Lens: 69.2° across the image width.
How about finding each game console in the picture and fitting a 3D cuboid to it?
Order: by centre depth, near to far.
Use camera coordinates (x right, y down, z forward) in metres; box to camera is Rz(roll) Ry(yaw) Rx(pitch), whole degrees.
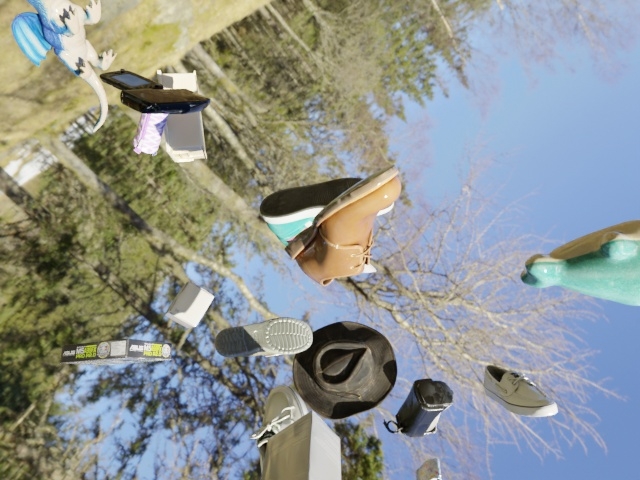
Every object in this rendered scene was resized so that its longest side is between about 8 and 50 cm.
[{"bbox_3d":[-0.506,-0.430,1.327,0.361,0.044,0.213,27,-149,27],"label":"game console"}]

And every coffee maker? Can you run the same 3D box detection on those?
[{"bbox_3d":[0.305,0.521,1.421,0.171,0.178,0.120,-19,-132,-31],"label":"coffee maker"}]

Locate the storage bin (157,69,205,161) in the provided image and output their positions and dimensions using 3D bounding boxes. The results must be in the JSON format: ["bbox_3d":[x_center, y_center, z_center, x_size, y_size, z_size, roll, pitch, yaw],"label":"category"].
[{"bbox_3d":[-0.480,-0.427,1.632,0.123,0.262,0.260,-7,-178,-12],"label":"storage bin"}]

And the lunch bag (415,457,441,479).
[{"bbox_3d":[0.310,0.663,1.299,0.083,0.053,0.071,-58,-172,21],"label":"lunch bag"}]

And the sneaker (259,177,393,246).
[{"bbox_3d":[0.026,-0.034,1.062,0.295,0.178,0.124,-5,-129,13],"label":"sneaker"}]

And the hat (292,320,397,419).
[{"bbox_3d":[0.072,0.371,1.416,0.331,0.134,0.331,-2,-122,3],"label":"hat"}]

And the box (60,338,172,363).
[{"bbox_3d":[-0.672,0.373,1.538,0.270,0.216,0.060,-9,-108,19],"label":"box"}]

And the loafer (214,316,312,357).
[{"bbox_3d":[-0.144,0.246,1.172,0.087,0.251,0.094,145,-55,-65],"label":"loafer"}]

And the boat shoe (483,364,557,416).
[{"bbox_3d":[0.519,0.391,1.233,0.096,0.088,0.267,-10,179,-6],"label":"boat shoe"}]

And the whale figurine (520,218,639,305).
[{"bbox_3d":[0.527,0.060,0.866,0.272,0.216,0.141,-11,-115,9],"label":"whale figurine"}]

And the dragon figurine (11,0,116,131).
[{"bbox_3d":[-0.417,-0.323,0.735,0.289,0.144,0.085,98,18,-54],"label":"dragon figurine"}]

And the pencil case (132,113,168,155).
[{"bbox_3d":[-0.537,-0.371,1.463,0.206,0.086,0.088,-59,173,34],"label":"pencil case"}]

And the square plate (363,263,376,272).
[{"bbox_3d":[0.000,0.000,1.594,0.049,0.344,0.347,-50,-169,-12],"label":"square plate"}]

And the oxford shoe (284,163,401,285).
[{"bbox_3d":[0.032,-0.007,0.467,0.076,0.076,0.212,-34,174,-27],"label":"oxford shoe"}]

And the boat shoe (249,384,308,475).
[{"bbox_3d":[-0.120,0.533,1.235,0.135,0.156,0.367,-25,-140,16],"label":"boat shoe"}]

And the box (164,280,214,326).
[{"bbox_3d":[-0.543,0.268,1.900,0.148,0.121,0.311,-60,-168,-19],"label":"box"}]

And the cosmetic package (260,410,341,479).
[{"bbox_3d":[-0.036,0.443,0.835,0.127,0.107,0.238,-36,-162,15],"label":"cosmetic package"}]
